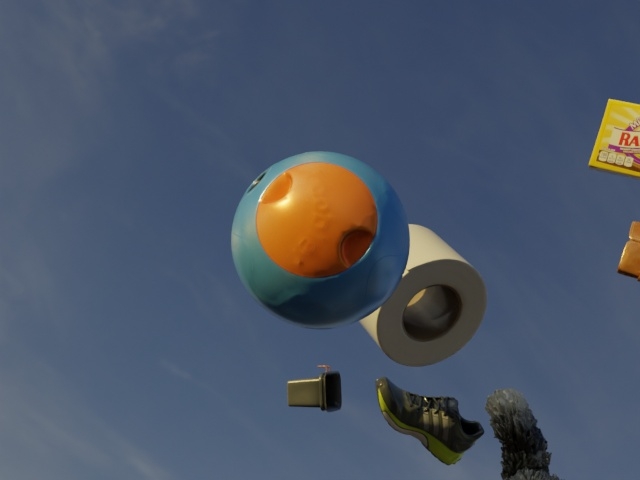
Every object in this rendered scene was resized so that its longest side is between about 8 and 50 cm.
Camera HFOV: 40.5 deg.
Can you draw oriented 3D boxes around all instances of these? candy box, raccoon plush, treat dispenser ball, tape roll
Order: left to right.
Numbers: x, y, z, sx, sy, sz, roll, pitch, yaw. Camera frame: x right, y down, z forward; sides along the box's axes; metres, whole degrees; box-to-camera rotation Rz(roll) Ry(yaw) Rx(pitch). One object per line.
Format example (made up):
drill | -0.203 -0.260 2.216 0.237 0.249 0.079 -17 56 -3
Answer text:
treat dispenser ball | 0.000 0.000 1.406 0.288 0.288 0.288 17 -38 14
tape roll | 0.189 0.109 1.753 0.246 0.246 0.169 57 -4 -32
raccoon plush | 0.368 0.475 1.500 0.299 0.216 0.446 84 -18 -74
candy box | 0.495 -0.129 1.223 0.206 0.105 0.027 16 -6 23

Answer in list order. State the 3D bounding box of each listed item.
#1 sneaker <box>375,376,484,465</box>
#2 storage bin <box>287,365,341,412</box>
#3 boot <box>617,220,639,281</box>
sneaker | 0.241 0.381 1.938 0.300 0.111 0.121 37 -66 -25
storage bin | -0.015 0.319 1.867 0.091 0.098 0.135 -4 -8 14
boot | 0.512 -0.005 1.209 0.153 0.197 0.072 15 -40 30
